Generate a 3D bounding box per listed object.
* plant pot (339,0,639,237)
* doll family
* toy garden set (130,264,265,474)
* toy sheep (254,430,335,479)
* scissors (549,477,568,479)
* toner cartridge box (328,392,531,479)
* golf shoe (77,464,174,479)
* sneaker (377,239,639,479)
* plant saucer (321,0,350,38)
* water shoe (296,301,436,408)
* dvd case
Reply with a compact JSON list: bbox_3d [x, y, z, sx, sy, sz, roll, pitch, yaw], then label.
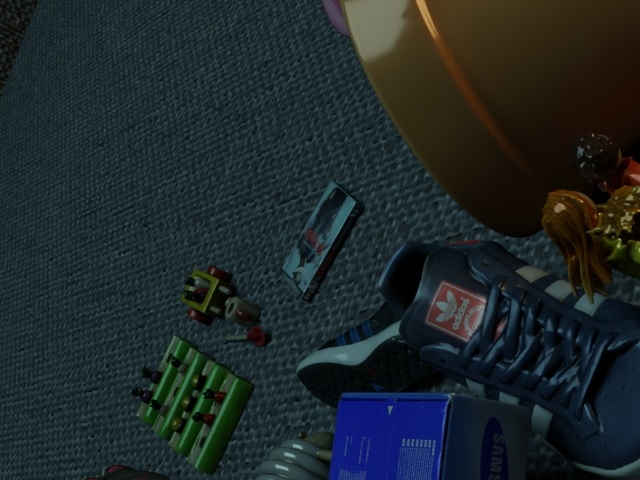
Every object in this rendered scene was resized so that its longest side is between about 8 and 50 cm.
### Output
[{"bbox_3d":[0.177,-0.176,1.320,0.203,0.291,0.291,-31,37,26],"label":"plant pot"},{"bbox_3d":[0.241,0.001,1.113,0.263,0.163,0.118,10,76,66],"label":"doll family"},{"bbox_3d":[-0.139,0.134,1.908,0.204,0.049,0.244,-65,24,-2],"label":"toy garden set"},{"bbox_3d":[-0.020,0.229,1.526,0.091,0.091,0.132,-23,28,56],"label":"toy sheep"},{"bbox_3d":[0.133,0.303,1.208,0.297,0.021,0.109,-65,23,-3],"label":"scissors"},{"bbox_3d":[0.061,0.287,1.216,0.165,0.075,0.347,-8,72,61],"label":"toner cartridge box"},{"bbox_3d":[-0.257,0.326,1.781,0.120,0.105,0.273,-9,24,44],"label":"golf shoe"},{"bbox_3d":[0.148,0.075,1.252,0.131,0.148,0.350,-65,24,-2],"label":"sneaker"},{"bbox_3d":[0.070,-0.387,1.838,0.332,0.084,0.332,178,90,-74],"label":"plant saucer"},{"bbox_3d":[0.059,0.100,1.534,0.203,0.073,0.080,-23,24,51],"label":"water shoe"},{"bbox_3d":[0.000,0.000,1.802,0.119,0.013,0.087,-61,24,8],"label":"dvd case"}]
